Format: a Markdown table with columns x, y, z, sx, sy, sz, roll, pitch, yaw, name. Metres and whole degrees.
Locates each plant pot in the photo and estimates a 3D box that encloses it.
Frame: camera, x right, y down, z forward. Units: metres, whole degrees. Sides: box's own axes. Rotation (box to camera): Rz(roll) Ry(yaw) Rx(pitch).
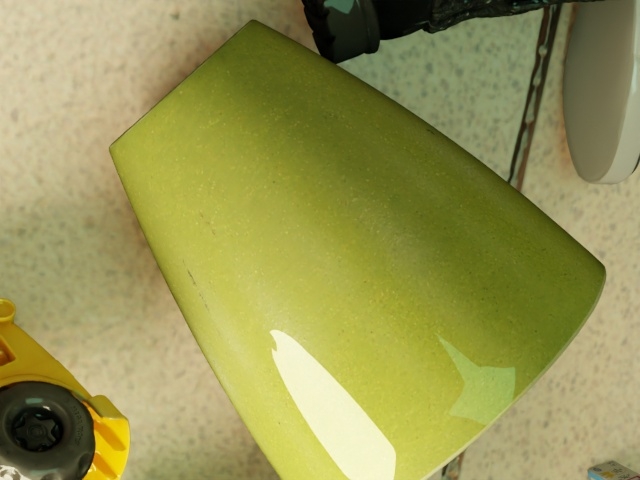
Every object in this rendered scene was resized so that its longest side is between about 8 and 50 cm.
| x | y | z | sx | sy | sz | roll | pitch | yaw | name |
| --- | --- | --- | --- | --- | --- | --- | --- | --- | --- |
| 0.000 | 0.000 | 1.329 | 0.275 | 0.275 | 0.293 | -43 | 97 | -10 | plant pot |

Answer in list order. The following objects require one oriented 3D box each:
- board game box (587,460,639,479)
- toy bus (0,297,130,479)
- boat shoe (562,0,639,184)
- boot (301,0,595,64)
| x | y | z | sx | sy | sz | roll | pitch | yaw | name |
| --- | --- | --- | --- | --- | --- | --- | --- | --- | --- |
| 0.271 | 0.247 | 1.526 | 0.026 | 0.154 | 0.103 | -17 | 107 | -19 | board game box |
| -0.269 | 0.133 | 1.268 | 0.220 | 0.149 | 0.211 | -30 | 68 | -32 | toy bus |
| 0.261 | -0.189 | 1.472 | 0.102 | 0.108 | 0.301 | 7 | 90 | -22 | boat shoe |
| 0.085 | -0.309 | 1.336 | 0.260 | 0.131 | 0.348 | -17 | 111 | -6 | boot |
